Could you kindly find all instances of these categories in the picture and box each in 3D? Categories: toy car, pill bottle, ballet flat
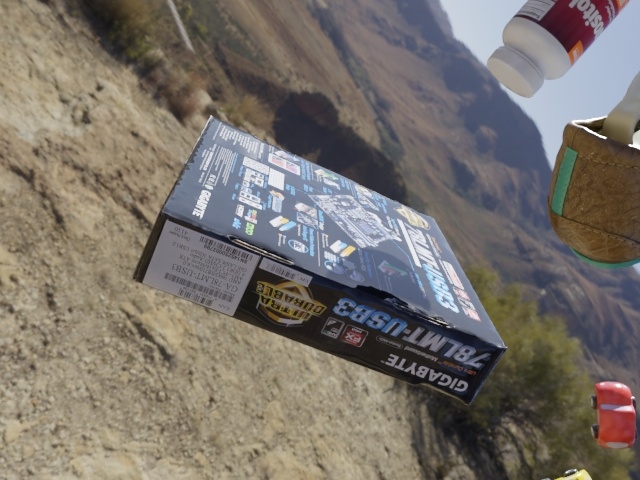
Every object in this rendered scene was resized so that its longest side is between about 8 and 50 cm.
[{"bbox_3d":[0.451,0.353,0.907,0.225,0.239,0.053,33,-3,19],"label":"toy car"},{"bbox_3d":[0.257,-0.234,0.689,0.086,0.152,0.086,41,4,-3],"label":"pill bottle"},{"bbox_3d":[0.300,-0.107,0.423,0.124,0.343,0.116,67,-6,-34],"label":"ballet flat"}]

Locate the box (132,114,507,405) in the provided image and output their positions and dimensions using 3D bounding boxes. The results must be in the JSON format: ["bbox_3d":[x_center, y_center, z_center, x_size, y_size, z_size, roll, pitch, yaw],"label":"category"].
[{"bbox_3d":[0.000,0.000,0.612,0.294,0.073,0.295,24,21,-13],"label":"box"}]
